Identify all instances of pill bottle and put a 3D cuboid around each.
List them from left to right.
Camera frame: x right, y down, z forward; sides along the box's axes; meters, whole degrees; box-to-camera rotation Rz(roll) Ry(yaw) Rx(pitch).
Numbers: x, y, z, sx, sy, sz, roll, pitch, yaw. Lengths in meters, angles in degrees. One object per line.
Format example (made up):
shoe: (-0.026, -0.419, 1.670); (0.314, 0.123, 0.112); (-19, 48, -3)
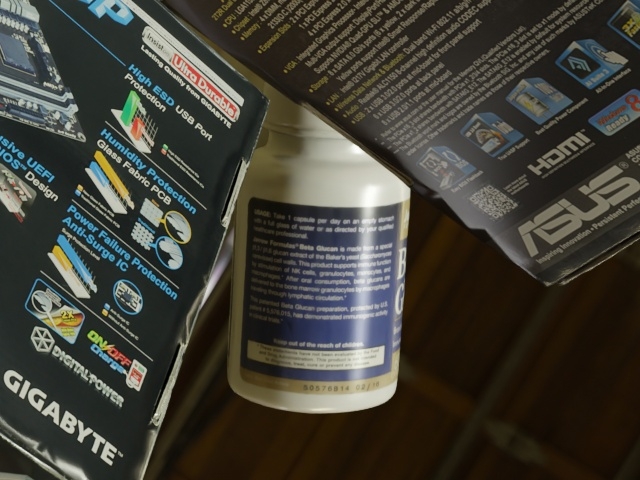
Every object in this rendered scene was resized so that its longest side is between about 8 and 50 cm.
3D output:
pill bottle: (0.000, 0.000, 0.937); (0.094, 0.094, 0.169); (-38, 132, -73)

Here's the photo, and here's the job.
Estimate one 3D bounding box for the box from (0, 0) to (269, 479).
box: (-0.122, -0.041, 0.473); (0.051, 0.220, 0.175); (-31, -150, 36)

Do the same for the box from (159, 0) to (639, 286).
box: (0.080, -0.170, 0.517); (0.395, 0.318, 0.097); (-38, -156, 50)
